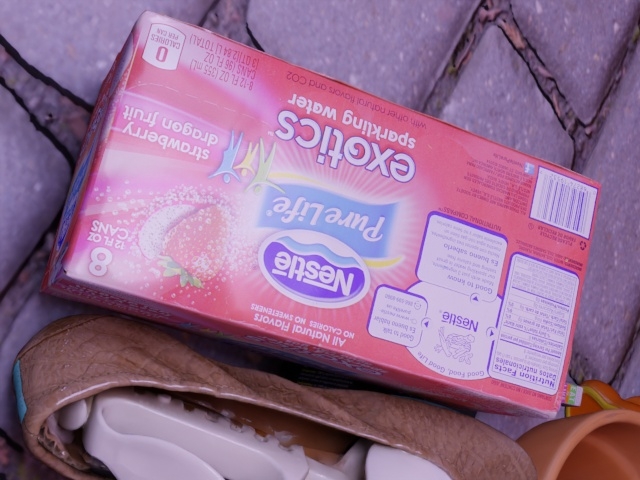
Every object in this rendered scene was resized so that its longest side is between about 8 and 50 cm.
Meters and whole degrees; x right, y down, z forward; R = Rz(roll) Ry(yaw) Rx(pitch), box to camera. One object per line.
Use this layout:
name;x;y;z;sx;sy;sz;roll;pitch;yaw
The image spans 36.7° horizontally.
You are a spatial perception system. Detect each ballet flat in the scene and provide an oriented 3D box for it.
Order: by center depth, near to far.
ballet flat;-0.019;0.137;0.570;0.342;0.124;0.116;22;107;-12

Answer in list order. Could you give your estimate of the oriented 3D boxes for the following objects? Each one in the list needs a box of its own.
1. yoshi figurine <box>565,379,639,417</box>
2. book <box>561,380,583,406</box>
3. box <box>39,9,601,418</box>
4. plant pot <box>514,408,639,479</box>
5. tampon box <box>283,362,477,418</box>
yoshi figurine;0.421;0.222;1.104;0.362;0.203;0.203;-2;53;-30
book;0.154;0.121;0.854;0.144;0.096;0.035;18;80;-43
box;0.000;0.000;0.593;0.300;0.142;0.154;17;77;-19
plant pot;0.176;0.292;0.783;0.291;0.203;0.290;14;68;-39
tampon box;0.045;0.125;0.745;0.120;0.101;0.161;37;67;-39
